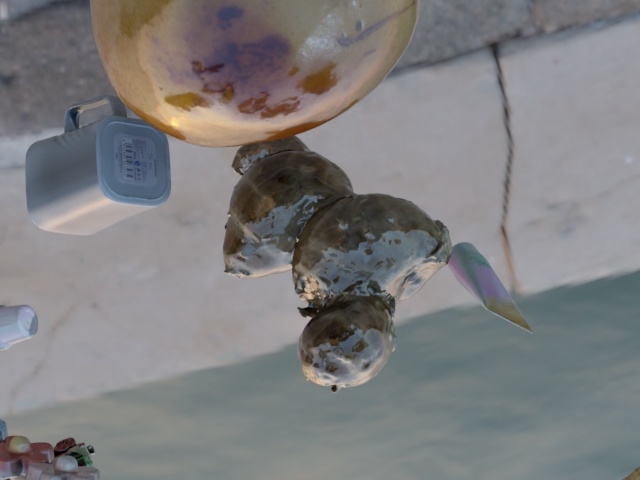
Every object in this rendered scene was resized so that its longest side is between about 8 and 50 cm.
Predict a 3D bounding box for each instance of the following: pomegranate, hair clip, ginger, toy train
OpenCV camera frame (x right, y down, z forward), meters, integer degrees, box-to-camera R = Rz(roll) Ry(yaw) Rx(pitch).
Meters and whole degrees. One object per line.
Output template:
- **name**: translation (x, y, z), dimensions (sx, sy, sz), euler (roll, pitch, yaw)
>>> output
- **pomegranate**: translation (-0.068, -0.231, 1.353), dimensions (0.319, 0.319, 0.319), euler (-8, 145, -6)
- **hair clip**: translation (-0.221, 0.171, 1.131), dimensions (0.062, 0.214, 0.056), euler (-11, 122, -56)
- **ginger**: translation (0.000, 0.000, 1.908), dimensions (0.256, 0.375, 0.176), euler (-40, 150, -3)
- **toy train**: translation (-0.361, 0.313, 1.989), dimensions (0.138, 0.087, 0.050), euler (-25, 110, -10)

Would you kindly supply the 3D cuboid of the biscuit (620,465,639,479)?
- **biscuit**: translation (0.296, 0.231, 1.321), dimensions (0.052, 0.056, 0.188), euler (19, 126, -35)

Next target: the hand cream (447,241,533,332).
- **hand cream**: translation (0.216, 0.062, 1.952), dimensions (0.076, 0.174, 0.047), euler (26, 108, -28)

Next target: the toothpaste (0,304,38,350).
- **toothpaste**: translation (-0.303, 0.080, 1.103), dimensions (0.218, 0.052, 0.033), euler (-13, 160, 23)

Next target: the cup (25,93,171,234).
- **cup**: translation (-0.220, -0.079, 1.475), dimensions (0.095, 0.128, 0.129), euler (8, 164, -43)
